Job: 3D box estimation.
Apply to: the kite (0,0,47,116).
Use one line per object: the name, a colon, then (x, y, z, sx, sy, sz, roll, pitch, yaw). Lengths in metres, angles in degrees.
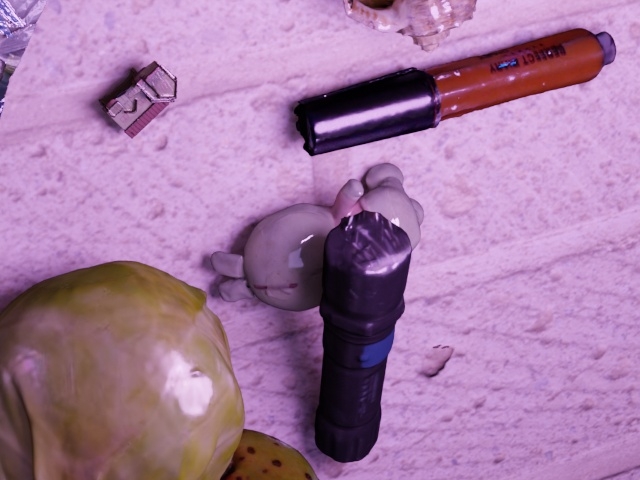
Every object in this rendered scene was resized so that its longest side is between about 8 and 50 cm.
kite: (-0.361, -0.203, 1.637, 0.169, 0.015, 0.310, 1, 114, -27)

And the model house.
model house: (-0.194, -0.156, 1.717, 0.083, 0.057, 0.058, -43, 121, -1)

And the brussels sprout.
brussels sprout: (-0.231, 0.180, 1.758, 0.328, 0.247, 0.328, 2, 100, 10)

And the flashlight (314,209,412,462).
flashlight: (0.045, 0.130, 1.881, 0.103, 0.103, 0.424, -18, 144, -17)

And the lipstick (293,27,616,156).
lipstick: (0.167, -0.183, 1.863, 0.418, 0.077, 0.077, -17, 121, -19)

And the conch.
conch: (0.093, -0.305, 1.730, 0.155, 0.130, 0.207, -25, 115, -28)

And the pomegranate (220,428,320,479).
pomegranate: (-0.118, 0.374, 1.934, 0.231, 0.231, 0.286, 2, 115, -26)

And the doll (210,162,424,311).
doll: (0.008, 0.005, 1.861, 0.275, 0.113, 0.155, -25, 127, -13)
